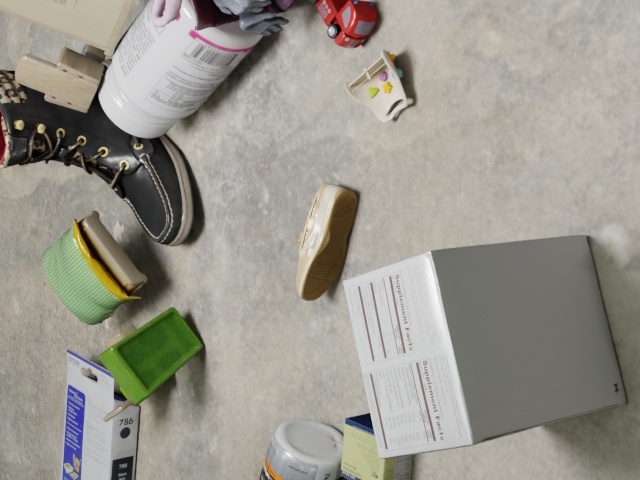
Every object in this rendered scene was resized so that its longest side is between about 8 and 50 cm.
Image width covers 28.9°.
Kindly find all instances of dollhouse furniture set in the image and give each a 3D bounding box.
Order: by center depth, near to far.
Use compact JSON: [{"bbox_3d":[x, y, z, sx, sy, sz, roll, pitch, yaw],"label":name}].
[{"bbox_3d":[-0.392,-0.422,1.938,0.303,0.198,0.286,-88,24,-47],"label":"dollhouse furniture set"},{"bbox_3d":[-0.369,0.129,2.012,0.301,0.151,0.197,53,135,-1],"label":"dollhouse furniture set"}]

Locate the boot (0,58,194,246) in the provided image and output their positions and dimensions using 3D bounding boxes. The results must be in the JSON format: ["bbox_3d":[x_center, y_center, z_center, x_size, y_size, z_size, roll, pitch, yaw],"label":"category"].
[{"bbox_3d":[-0.385,-0.141,1.984,0.138,0.284,0.377,-48,59,40],"label":"boot"}]

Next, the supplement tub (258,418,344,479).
[{"bbox_3d":[-0.034,0.360,1.762,0.117,0.117,0.190,37,120,41],"label":"supplement tub"}]

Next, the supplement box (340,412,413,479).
[{"bbox_3d":[0.077,0.286,1.673,0.083,0.056,0.083,16,105,47],"label":"supplement box"}]

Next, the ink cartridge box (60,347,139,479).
[{"bbox_3d":[-0.397,0.366,2.218,0.165,0.065,0.332,21,111,46],"label":"ink cartridge box"}]

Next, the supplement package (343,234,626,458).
[{"bbox_3d":[0.185,0.113,1.377,0.145,0.262,0.204,-21,78,48],"label":"supplement package"}]

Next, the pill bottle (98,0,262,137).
[{"bbox_3d":[-0.215,-0.284,1.871,0.283,0.160,0.160,-40,64,43],"label":"pill bottle"}]

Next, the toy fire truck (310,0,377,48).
[{"bbox_3d":[0.034,-0.370,1.663,0.135,0.047,0.192,-47,60,41],"label":"toy fire truck"}]

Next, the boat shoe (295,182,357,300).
[{"bbox_3d":[0.000,0.000,1.734,0.059,0.063,0.170,34,109,45],"label":"boat shoe"}]

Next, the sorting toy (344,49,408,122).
[{"bbox_3d":[0.084,-0.198,1.632,0.083,0.045,0.075,-37,74,44],"label":"sorting toy"}]

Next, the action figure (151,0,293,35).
[{"bbox_3d":[-0.154,-0.459,1.677,0.248,0.276,0.370,-26,80,63],"label":"action figure"}]
